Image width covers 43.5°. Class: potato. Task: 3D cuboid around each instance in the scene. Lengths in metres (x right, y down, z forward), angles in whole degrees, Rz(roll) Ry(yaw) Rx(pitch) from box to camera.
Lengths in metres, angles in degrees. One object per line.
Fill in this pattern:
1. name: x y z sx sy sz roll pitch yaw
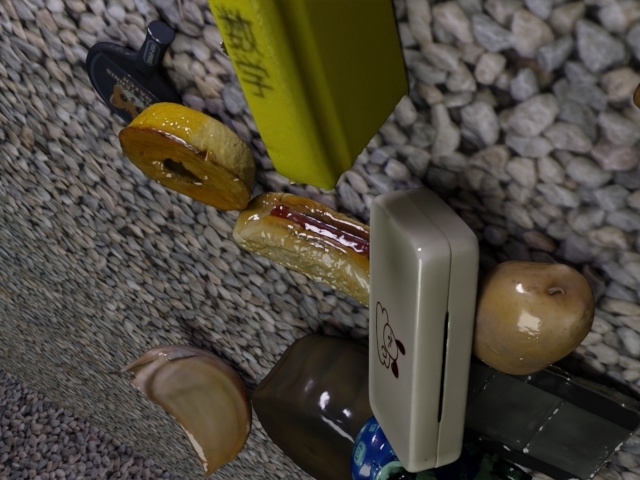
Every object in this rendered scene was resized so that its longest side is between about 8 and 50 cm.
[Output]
1. potato: 0.213 0.079 0.847 0.118 0.109 0.178 15 152 -9

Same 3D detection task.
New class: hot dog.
1. hot dog: 0.000 0.000 0.988 0.242 0.084 0.073 25 145 21

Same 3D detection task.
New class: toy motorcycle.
1. toy motorcycle: 0.161 0.309 1.067 0.196 0.125 0.331 28 -172 38

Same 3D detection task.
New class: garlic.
1. garlic: -0.254 0.299 1.588 0.151 0.196 0.338 -12 125 34

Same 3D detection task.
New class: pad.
1. pad: 0.253 0.214 0.980 0.233 0.022 0.174 21 127 2

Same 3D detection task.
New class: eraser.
1. eraser: -0.005 -0.170 0.670 0.069 0.158 0.226 19 146 33

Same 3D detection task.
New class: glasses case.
1. glasses case: 0.108 0.104 0.889 0.131 0.070 0.313 -123 26 -54

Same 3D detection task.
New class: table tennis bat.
1. table tennis bat: -0.222 -0.202 0.996 0.150 0.027 0.236 40 153 -9

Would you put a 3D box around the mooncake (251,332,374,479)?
1. mooncake: 0.041 0.273 1.259 0.290 0.161 0.290 28 149 19

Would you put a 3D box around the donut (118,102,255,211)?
1. donut: -0.159 -0.107 1.005 0.178 0.065 0.162 25 158 -1

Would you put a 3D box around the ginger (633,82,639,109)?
1. ginger: 0.356 -0.083 0.414 0.357 0.152 0.274 -6 130 49
